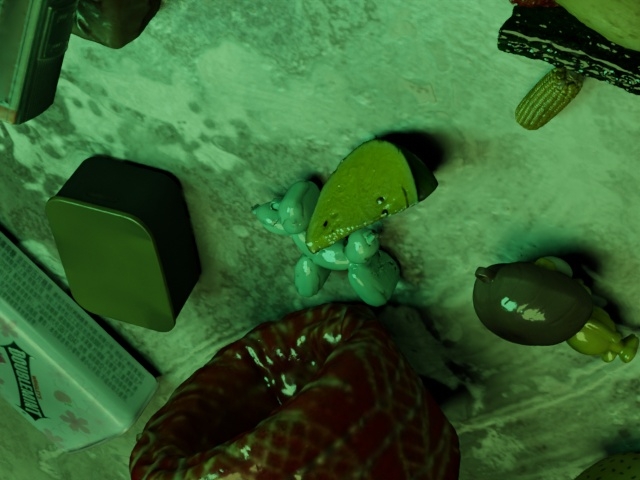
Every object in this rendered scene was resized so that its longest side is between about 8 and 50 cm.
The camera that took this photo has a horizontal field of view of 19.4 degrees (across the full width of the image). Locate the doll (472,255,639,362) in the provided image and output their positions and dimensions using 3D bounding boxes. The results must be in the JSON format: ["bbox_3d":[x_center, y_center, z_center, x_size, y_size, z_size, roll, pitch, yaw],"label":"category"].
[{"bbox_3d":[0.240,0.072,1.970,0.145,0.096,0.188,14,168,46],"label":"doll"}]

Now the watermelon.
[{"bbox_3d":[0.051,-0.060,1.945,0.181,0.092,0.075,-24,104,50],"label":"watermelon"}]

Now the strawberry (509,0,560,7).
[{"bbox_3d":[0.195,-0.233,1.658,0.073,0.073,0.083,-10,140,42],"label":"strawberry"}]

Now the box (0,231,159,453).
[{"bbox_3d":[-0.402,0.116,2.450,0.369,0.112,0.190,44,141,-17],"label":"box"}]

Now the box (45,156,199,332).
[{"bbox_3d":[-0.227,0.002,2.209,0.144,0.090,0.201,14,140,22],"label":"box"}]

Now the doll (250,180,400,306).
[{"bbox_3d":[0.000,0.000,2.072,0.159,0.059,0.159,13,142,26],"label":"doll"}]

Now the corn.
[{"bbox_3d":[0.216,-0.134,1.782,0.037,0.037,0.092,35,147,-5],"label":"corn"}]

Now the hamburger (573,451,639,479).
[{"bbox_3d":[0.349,0.317,2.111,0.175,0.175,0.137,-1,126,36],"label":"hamburger"}]

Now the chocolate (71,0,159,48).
[{"bbox_3d":[-0.238,-0.285,1.880,0.148,0.093,0.214,26,144,10],"label":"chocolate"}]

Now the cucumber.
[{"bbox_3d":[0.255,-0.169,1.696,0.187,0.058,0.058,21,143,13],"label":"cucumber"}]

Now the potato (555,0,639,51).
[{"bbox_3d":[0.272,-0.253,1.465,0.285,0.243,0.242,28,148,-29],"label":"potato"}]

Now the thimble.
[{"bbox_3d":[-0.028,0.243,2.142,0.350,0.350,0.231,-13,118,44],"label":"thimble"}]

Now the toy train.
[{"bbox_3d":[-0.249,-0.306,1.737,0.089,0.086,0.409,23,116,10],"label":"toy train"}]
